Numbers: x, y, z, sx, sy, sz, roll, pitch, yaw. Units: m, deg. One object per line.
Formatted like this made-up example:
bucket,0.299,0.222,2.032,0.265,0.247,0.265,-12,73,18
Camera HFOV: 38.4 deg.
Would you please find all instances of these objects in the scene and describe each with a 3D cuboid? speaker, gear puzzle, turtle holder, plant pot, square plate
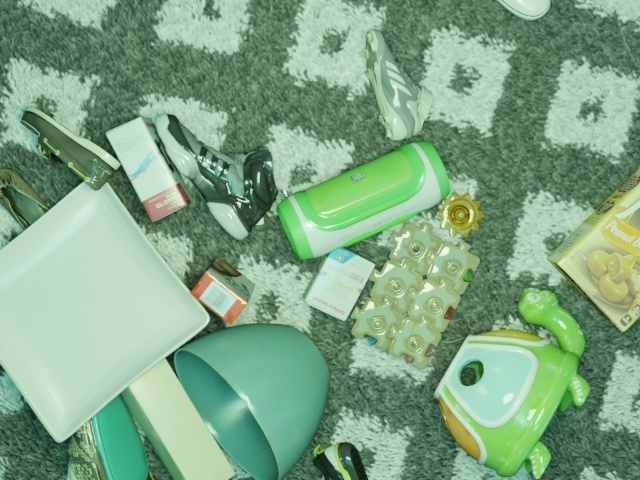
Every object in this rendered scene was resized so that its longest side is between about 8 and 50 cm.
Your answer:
speaker,0.077,-0.072,1.648,0.296,0.131,0.131,-24,97,-6
gear puzzle,0.194,0.058,1.727,0.175,0.044,0.339,26,93,-3
turtle holder,0.349,0.254,1.654,0.227,0.243,0.320,30,105,12
plant pot,-0.098,0.260,1.649,0.195,0.290,0.290,-36,97,-27
square plate,-0.425,0.117,1.632,0.347,0.049,0.344,-39,81,0

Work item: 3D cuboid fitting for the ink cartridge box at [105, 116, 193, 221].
ink cartridge box,-0.304,-0.130,1.646,0.072,0.127,0.175,-27,97,1

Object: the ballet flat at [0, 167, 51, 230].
ballet flat,-0.514,-0.035,1.689,0.084,0.058,0.250,-40,96,5

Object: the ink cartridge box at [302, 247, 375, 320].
ink cartridge box,0.033,0.075,1.712,0.088,0.052,0.122,27,95,-11

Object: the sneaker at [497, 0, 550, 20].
sneaker,0.324,-0.505,1.628,0.094,0.091,0.258,-36,96,3

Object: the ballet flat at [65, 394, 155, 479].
ballet flat,-0.369,0.494,1.721,0.182,0.164,0.483,-27,99,18

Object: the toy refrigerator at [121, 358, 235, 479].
toy refrigerator,-0.272,0.341,1.708,0.094,0.102,0.270,-34,97,-26

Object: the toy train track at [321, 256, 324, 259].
toy train track,0.000,0.000,1.727,0.048,0.014,0.083,-13,103,-7

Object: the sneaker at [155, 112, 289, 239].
sneaker,-0.172,-0.145,1.664,0.153,0.101,0.269,-36,95,-1

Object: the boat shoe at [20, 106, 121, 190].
boat shoe,-0.458,-0.165,1.628,0.227,0.081,0.069,30,83,24

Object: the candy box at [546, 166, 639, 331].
candy box,0.601,-0.009,1.698,0.183,0.087,0.316,45,95,-6

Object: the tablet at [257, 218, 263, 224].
tablet,-0.138,-0.069,1.718,0.054,0.006,0.083,-6,97,0

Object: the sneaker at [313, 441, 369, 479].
sneaker,0.049,0.496,1.766,0.097,0.084,0.235,-17,92,15

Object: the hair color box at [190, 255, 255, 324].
hair color box,-0.173,0.087,1.655,0.093,0.167,0.053,38,96,-5

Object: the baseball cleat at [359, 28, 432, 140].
baseball cleat,0.142,-0.288,1.674,0.109,0.072,0.206,-15,102,-13
